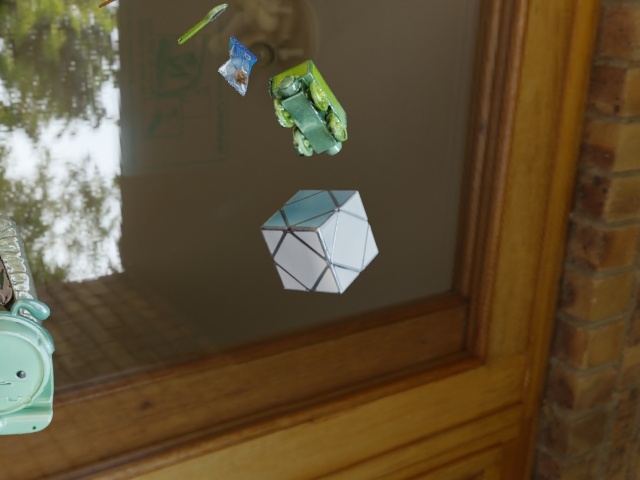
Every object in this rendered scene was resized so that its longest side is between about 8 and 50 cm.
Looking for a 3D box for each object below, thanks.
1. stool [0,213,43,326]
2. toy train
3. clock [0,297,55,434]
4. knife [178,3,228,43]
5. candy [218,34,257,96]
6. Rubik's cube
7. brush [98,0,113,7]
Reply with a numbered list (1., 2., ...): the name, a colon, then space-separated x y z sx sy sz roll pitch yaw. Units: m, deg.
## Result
1. stool: -0.767 0.111 1.715 0.226 0.310 0.310 175 -101 -84
2. toy train: -0.029 -0.363 2.329 0.159 0.272 0.188 -22 -140 19
3. clock: -0.425 0.163 1.094 0.060 0.148 0.189 -140 -126 -61
4. knife: -0.337 -0.619 2.376 0.184 0.026 0.022 -35 -127 17
5. candy: -0.198 -0.416 1.984 0.038 0.088 0.136 -17 -135 38
6. Rubik's cube: 0.000 0.000 2.212 0.205 0.205 0.207 4 -56 37
7. brush: -0.375 -0.530 1.742 0.314 0.090 0.017 -4 -62 45
